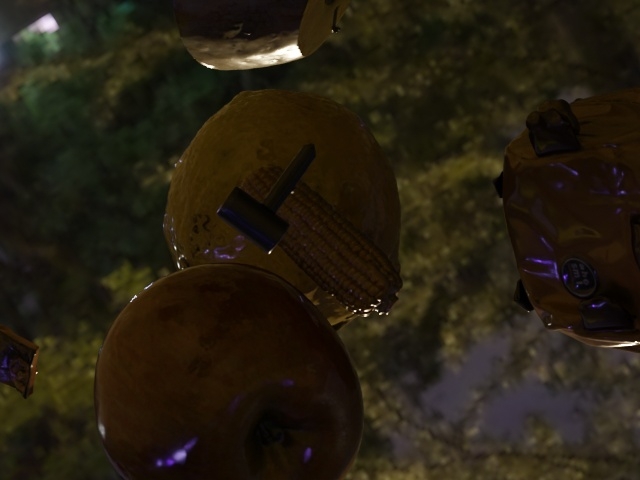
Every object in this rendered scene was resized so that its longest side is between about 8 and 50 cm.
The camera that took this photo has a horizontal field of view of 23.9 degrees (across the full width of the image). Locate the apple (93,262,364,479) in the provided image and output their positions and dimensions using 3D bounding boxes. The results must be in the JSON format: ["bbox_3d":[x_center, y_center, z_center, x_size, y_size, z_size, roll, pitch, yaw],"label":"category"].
[{"bbox_3d":[-0.084,0.157,1.482,0.264,0.264,0.264,-30,-169,7],"label":"apple"}]

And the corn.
[{"bbox_3d":[0.000,0.000,1.470,0.068,0.207,0.068,-38,154,-22],"label":"corn"}]

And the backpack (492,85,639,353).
[{"bbox_3d":[0.387,-0.023,1.777,0.378,0.354,0.201,-7,-164,41],"label":"backpack"}]

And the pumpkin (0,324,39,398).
[{"bbox_3d":[-0.370,0.145,1.845,0.035,0.073,0.101,-14,-149,-42],"label":"pumpkin"}]

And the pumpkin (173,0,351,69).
[{"bbox_3d":[-0.029,-0.249,1.437,0.110,0.217,0.217,23,-138,26],"label":"pumpkin"}]

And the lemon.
[{"bbox_3d":[-0.052,-0.043,2.142,0.349,0.350,0.387,-28,-141,15],"label":"lemon"}]

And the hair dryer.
[{"bbox_3d":[-0.029,-0.036,1.035,0.083,0.047,0.026,-54,-176,-19],"label":"hair dryer"}]
